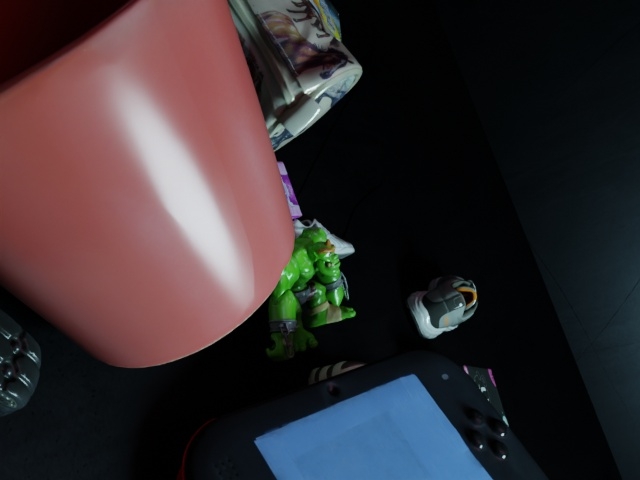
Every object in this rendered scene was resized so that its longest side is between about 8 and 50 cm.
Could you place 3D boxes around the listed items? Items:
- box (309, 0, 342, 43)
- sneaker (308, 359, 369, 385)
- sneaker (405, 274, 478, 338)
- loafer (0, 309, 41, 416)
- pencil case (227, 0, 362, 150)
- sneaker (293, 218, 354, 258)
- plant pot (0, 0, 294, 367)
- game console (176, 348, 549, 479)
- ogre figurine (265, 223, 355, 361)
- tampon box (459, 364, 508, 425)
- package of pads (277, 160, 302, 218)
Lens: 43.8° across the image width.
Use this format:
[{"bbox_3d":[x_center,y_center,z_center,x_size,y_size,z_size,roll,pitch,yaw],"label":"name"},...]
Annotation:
[{"bbox_3d":[-0.038,-0.411,1.385,0.233,0.044,0.159,42,34,-45],"label":"box"},{"bbox_3d":[0.085,0.261,0.998,0.281,0.106,0.163,27,50,-43],"label":"sneaker"},{"bbox_3d":[0.245,0.112,1.454,0.100,0.108,0.271,67,22,3],"label":"sneaker"},{"bbox_3d":[-0.258,0.031,0.457,0.223,0.078,0.076,57,22,-34],"label":"loafer"},{"bbox_3d":[-0.111,-0.292,0.894,0.410,0.159,0.183,58,15,3],"label":"pencil case"},{"bbox_3d":[0.000,0.000,1.087,0.152,0.053,0.061,7,60,-63],"label":"sneaker"},{"bbox_3d":[-0.153,-0.058,0.575,0.275,0.274,0.243,-82,152,-50],"label":"plant pot"},{"bbox_3d":[0.089,0.271,0.729,0.386,0.060,0.342,-11,51,-43],"label":"game console"},{"bbox_3d":[-0.021,0.055,0.947,0.197,0.096,0.118,-26,109,-44],"label":"ogre figurine"},{"bbox_3d":[0.221,0.271,1.261,0.161,0.101,0.121,20,53,-61],"label":"tampon box"},{"bbox_3d":[-0.057,-0.065,1.045,0.050,0.032,0.083,-9,77,-65],"label":"package of pads"}]
